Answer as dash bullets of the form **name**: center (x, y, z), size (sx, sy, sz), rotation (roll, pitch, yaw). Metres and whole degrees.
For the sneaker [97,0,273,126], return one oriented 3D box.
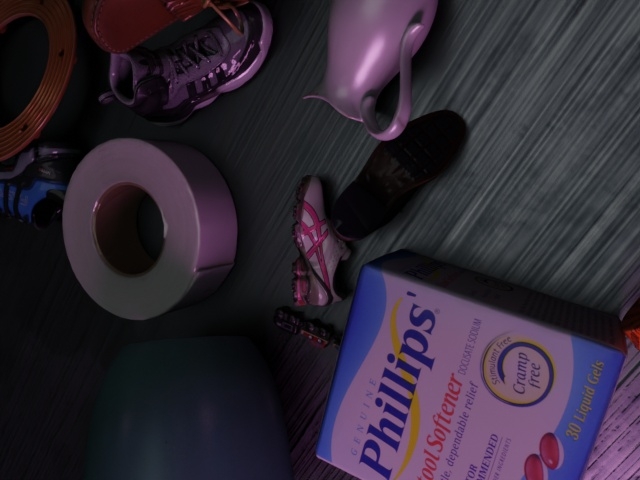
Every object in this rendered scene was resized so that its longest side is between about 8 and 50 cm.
- **sneaker**: center (-0.198, -0.256, 0.820), size (0.269, 0.153, 0.101), rotation (-30, 83, 25)

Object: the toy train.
- **toy train**: center (-0.002, 0.140, 0.839), size (0.158, 0.027, 0.036), rotation (19, 107, 23)

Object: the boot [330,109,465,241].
- **boot**: center (0.093, -0.080, 0.745), size (0.219, 0.106, 0.082), rotation (-42, 85, -8)

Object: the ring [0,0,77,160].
- **ring**: center (-0.545, -0.294, 1.010), size (0.337, 0.032, 0.336), rotation (-6, 75, 25)

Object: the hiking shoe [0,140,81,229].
- **hiking shoe**: center (-0.549, -0.074, 1.032), size (0.304, 0.113, 0.132), rotation (-19, 86, 26)

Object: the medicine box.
- **medicine box**: center (0.173, 0.181, 0.691), size (0.289, 0.149, 0.263), rotation (18, 103, 22)

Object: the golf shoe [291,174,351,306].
- **golf shoe**: center (0.000, 0.000, 0.810), size (0.086, 0.067, 0.186), rotation (-1, 93, -3)

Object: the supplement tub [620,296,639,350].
- **supplement tub**: center (0.465, 0.154, 0.514), size (0.338, 0.207, 0.207), rotation (47, 113, 14)

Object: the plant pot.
- **plant pot**: center (-0.185, 0.260, 0.810), size (0.293, 0.293, 0.235), rotation (-12, 75, 26)

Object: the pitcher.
- **pitcher**: center (0.076, -0.239, 0.695), size (0.178, 0.126, 0.207), rotation (43, 119, 42)

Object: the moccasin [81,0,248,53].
- **moccasin**: center (-0.130, -0.360, 0.730), size (0.380, 0.139, 0.147), rotation (-34, 69, -9)

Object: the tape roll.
- **tape roll**: center (-0.274, -0.019, 0.913), size (0.286, 0.100, 0.286), rotation (3, 96, 25)
